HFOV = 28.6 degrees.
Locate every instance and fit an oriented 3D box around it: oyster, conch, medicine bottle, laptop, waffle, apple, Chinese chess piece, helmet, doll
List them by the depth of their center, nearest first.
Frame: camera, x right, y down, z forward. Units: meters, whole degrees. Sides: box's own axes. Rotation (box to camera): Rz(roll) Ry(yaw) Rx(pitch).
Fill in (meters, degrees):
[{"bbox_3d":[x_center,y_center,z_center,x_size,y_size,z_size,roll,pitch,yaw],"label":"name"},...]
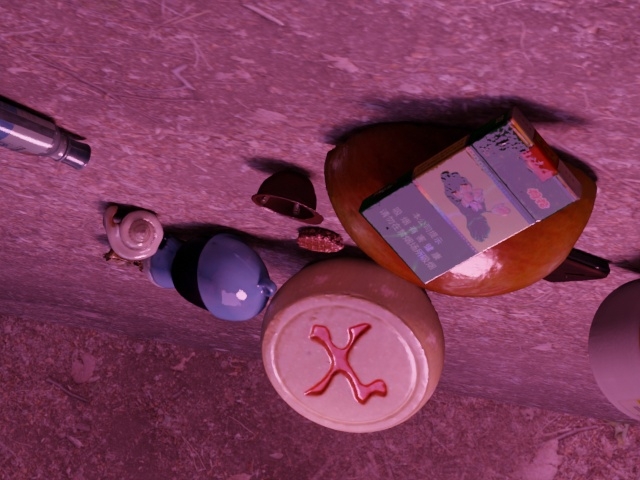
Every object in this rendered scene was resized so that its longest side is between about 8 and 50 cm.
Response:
[{"bbox_3d":[0.174,-0.048,1.609,0.346,0.254,0.179,13,-151,-3],"label":"apple"},{"bbox_3d":[-0.426,-0.154,1.807,0.090,0.054,0.208,-2,161,45],"label":"medicine bottle"},{"bbox_3d":[-0.041,-0.070,1.831,0.111,0.057,0.089,21,161,-17],"label":"helmet"},{"bbox_3d":[0.558,0.158,1.891,0.237,0.238,0.232,14,168,-12],"label":"medicine bottle"},{"bbox_3d":[0.333,0.024,1.990,0.207,0.026,0.154,19,167,-25],"label":"laptop"},{"bbox_3d":[0.000,0.000,2.149,0.075,0.029,0.083,20,162,-33],"label":"waffle"},{"bbox_3d":[-0.345,-0.023,2.278,0.104,0.094,0.176,2,-163,-19],"label":"conch"},{"bbox_3d":[0.059,0.189,2.285,0.338,0.140,0.338,8,121,13],"label":"Chinese chess piece"},{"bbox_3d":[-0.203,0.055,2.317,0.314,0.141,0.177,16,142,37],"label":"doll"},{"bbox_3d":[-0.391,0.033,2.548,0.103,0.051,0.148,7,-178,4],"label":"oyster"}]

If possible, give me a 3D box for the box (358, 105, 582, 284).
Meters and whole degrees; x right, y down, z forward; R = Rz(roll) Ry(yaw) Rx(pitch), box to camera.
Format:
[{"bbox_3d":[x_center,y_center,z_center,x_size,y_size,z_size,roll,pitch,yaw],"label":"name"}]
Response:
[{"bbox_3d":[0.173,-0.049,1.477,0.235,0.034,0.132,-31,110,32],"label":"box"}]
